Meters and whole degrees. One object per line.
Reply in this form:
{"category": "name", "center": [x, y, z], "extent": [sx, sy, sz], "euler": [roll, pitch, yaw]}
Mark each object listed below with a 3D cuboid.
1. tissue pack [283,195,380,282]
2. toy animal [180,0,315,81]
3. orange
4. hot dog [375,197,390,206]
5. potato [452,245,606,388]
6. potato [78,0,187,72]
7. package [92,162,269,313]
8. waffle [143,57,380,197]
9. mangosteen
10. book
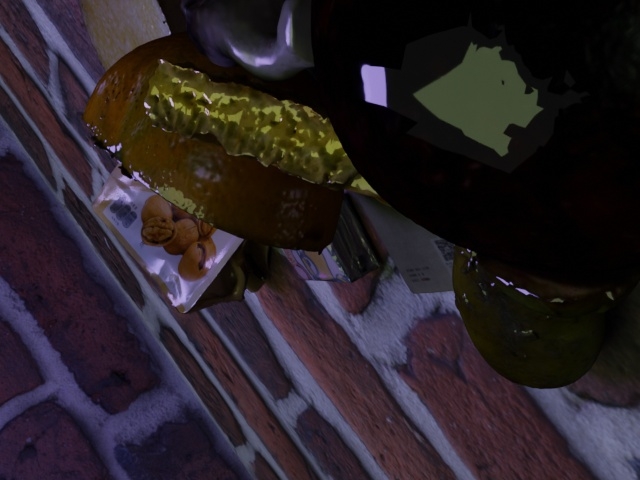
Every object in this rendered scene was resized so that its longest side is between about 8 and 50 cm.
{"category": "tissue pack", "center": [0.000, 0.000, 1.068], "extent": [0.155, 0.065, 0.116], "euler": [-4, 115, 61]}
{"category": "toy animal", "center": [-0.036, -0.289, 0.618], "extent": [0.302, 0.194, 0.344], "euler": [30, 122, 48]}
{"category": "orange", "center": [-0.108, -0.106, 0.857], "extent": [0.274, 0.274, 0.310], "euler": [118, 139, -62]}
{"category": "hot dog", "center": [0.111, -0.130, 0.697], "extent": [0.083, 0.068, 0.289], "euler": [39, 143, 6]}
{"category": "potato", "center": [0.194, 0.053, 0.723], "extent": [0.149, 0.113, 0.251], "euler": [24, 138, 35]}
{"category": "potato", "center": [-0.228, -0.294, 1.078], "extent": [0.299, 0.116, 0.239], "euler": [58, 152, 5]}
{"category": "package", "center": [-0.223, -0.038, 1.368], "extent": [0.311, 0.221, 0.165], "euler": [42, -169, 25]}
{"category": "waffle", "center": [0.006, -0.086, 0.644], "extent": [0.229, 0.219, 0.057], "euler": [22, 103, 19]}
{"category": "mangosteen", "center": [0.142, -0.117, 0.439], "extent": [0.300, 0.300, 0.300], "euler": [42, 151, 30]}
{"category": "book", "center": [0.098, -0.066, 0.862], "extent": [0.215, 0.025, 0.283], "euler": [-11, 110, 61]}
